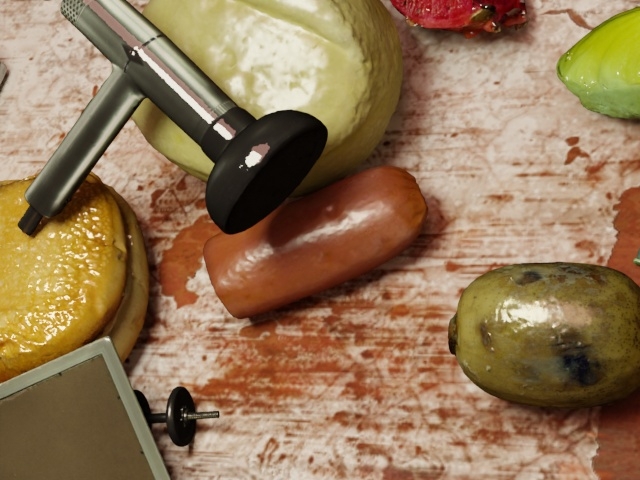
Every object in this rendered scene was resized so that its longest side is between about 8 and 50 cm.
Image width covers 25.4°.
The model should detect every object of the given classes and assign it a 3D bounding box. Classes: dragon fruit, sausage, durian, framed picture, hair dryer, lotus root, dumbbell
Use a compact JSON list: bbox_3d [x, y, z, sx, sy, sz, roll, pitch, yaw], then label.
[{"bbox_3d":[0.160,-0.332,1.733,0.126,0.161,0.274,-40,63,38],"label":"dragon fruit"},{"bbox_3d":[0.000,0.000,1.618,0.259,0.113,0.114,-22,58,10],"label":"sausage"},{"bbox_3d":[0.384,-0.191,1.569,0.250,0.101,0.139,7,75,32],"label":"durian"},{"bbox_3d":[-0.272,0.281,1.555,0.231,0.018,0.293,-24,86,7],"label":"framed picture"},{"bbox_3d":[-0.183,-0.095,1.560,0.320,0.155,0.284,36,123,18],"label":"hair dryer"},{"bbox_3d":[0.266,0.097,1.441,0.278,0.154,0.154,-1,64,17],"label":"lotus root"},{"bbox_3d":[-0.183,0.201,1.604,0.147,0.069,0.069,-5,62,17],"label":"dumbbell"}]

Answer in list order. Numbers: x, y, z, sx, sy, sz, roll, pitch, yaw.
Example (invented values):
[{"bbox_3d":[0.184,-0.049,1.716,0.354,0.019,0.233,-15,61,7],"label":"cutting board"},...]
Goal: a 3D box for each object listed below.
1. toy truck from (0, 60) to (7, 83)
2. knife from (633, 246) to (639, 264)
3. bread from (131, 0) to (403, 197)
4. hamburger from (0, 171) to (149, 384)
[{"bbox_3d":[-0.560,-0.250,1.954,0.242,0.125,0.101,14,69,25],"label":"toy truck"},{"bbox_3d":[0.399,-0.062,1.551,0.054,0.015,0.212,14,70,26],"label":"knife"},{"bbox_3d":[-0.061,-0.202,1.676,0.320,0.237,0.321,-2,85,28],"label":"bread"},{"bbox_3d":[-0.349,0.049,1.689,0.289,0.170,0.314,-10,60,13],"label":"hamburger"}]
